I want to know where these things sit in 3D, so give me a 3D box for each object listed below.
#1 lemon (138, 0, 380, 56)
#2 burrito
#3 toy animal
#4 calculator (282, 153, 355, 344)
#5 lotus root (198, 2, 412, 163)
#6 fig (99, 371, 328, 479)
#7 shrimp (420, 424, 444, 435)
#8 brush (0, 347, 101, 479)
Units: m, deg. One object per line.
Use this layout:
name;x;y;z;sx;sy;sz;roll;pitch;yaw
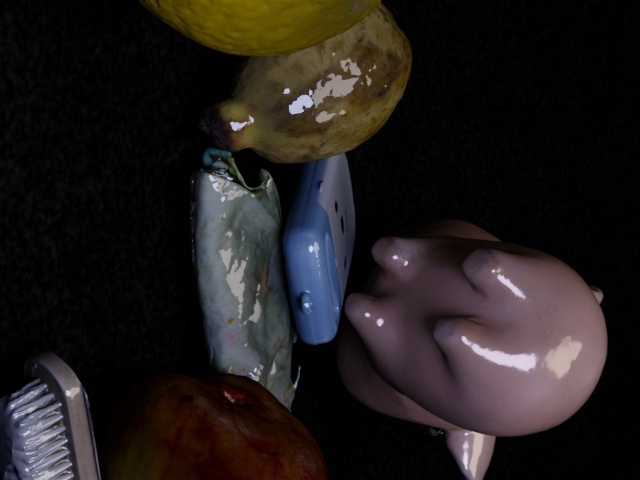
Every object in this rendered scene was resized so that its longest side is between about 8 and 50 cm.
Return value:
lemon;-0.047;-0.244;1.143;0.228;0.228;0.254;45;21;-53
burrito;-0.064;0.066;1.385;0.096;0.066;0.309;-33;123;-47
toy animal;0.142;0.085;1.490;0.269;0.326;0.237;40;80;-35
calculator;0.000;0.000;1.430;0.210;0.039;0.121;-77;160;-56
lotus root;-0.009;-0.131;1.364;0.214;0.138;0.138;-39;132;-31
fig;-0.113;0.229;1.323;0.190;0.190;0.290;-34;164;-48
shrimp;0.115;0.119;1.705;0.082;0.076;0.174;-5;113;-15
brush;-0.198;0.237;1.238;0.065;0.070;0.328;-25;123;-31
